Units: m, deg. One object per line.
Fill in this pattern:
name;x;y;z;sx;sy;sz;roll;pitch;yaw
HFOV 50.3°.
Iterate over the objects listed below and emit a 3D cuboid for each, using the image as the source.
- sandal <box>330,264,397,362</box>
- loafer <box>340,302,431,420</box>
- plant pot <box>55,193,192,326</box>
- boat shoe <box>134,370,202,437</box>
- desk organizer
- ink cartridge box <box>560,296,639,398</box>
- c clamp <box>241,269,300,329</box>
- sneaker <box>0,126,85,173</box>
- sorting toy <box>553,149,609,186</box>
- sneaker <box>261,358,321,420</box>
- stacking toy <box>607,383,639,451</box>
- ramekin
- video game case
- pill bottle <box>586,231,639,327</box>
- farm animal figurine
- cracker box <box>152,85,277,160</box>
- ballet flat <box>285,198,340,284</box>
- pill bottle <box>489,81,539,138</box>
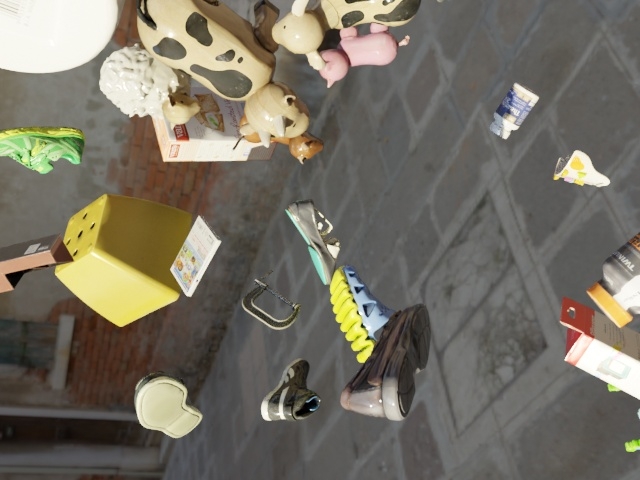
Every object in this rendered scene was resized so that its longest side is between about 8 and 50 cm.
sandal;0.128;0.196;1.560;0.317;0.138;0.126;64;162;6
loafer;0.111;0.181;1.088;0.302;0.095;0.109;-46;-52;-65
plant pot;-0.416;0.024;1.409;0.212;0.187;0.212;-25;48;35
boat shoe;-0.376;0.368;1.614;0.113;0.127;0.340;45;170;25
desk organizer;-0.430;0.035;0.984;0.047;0.130;0.050;-88;-18;-57
ink cartridge box;0.589;0.221;1.410;0.134;0.231;0.078;-43;-21;-61
c clamp;-0.110;0.142;1.617;0.161;0.137;0.022;36;140;27
sneaker;-0.759;-0.238;1.802;0.109;0.295;0.123;4;100;47
sorting toy;0.425;-0.107;1.101;0.083;0.075;0.045;15;-80;-86
sneaker;-0.042;0.367;1.653;0.217;0.121;0.079;-48;-48;-55
stacking toy;0.796;0.389;1.566;0.221;0.052;0.167;-18;49;24
ramekin;-0.367;-0.335;0.828;0.277;0.277;0.135;124;148;-52
video game case;-0.227;0.027;1.231;0.087;0.011;0.122;46;112;43
pill bottle;0.591;0.044;1.193;0.246;0.130;0.130;-43;32;13
farm animal figurine;-0.064;-0.211;0.784;0.330;0.327;0.172;-50;31;44
cracker box;-0.221;-0.242;1.404;0.067;0.232;0.155;-59;44;48
ballet flat;0.000;0.000;1.385;0.203;0.074;0.074;64;177;-28
pill bottle;0.445;-0.299;1.577;0.120;0.067;0.067;-59;27;24
